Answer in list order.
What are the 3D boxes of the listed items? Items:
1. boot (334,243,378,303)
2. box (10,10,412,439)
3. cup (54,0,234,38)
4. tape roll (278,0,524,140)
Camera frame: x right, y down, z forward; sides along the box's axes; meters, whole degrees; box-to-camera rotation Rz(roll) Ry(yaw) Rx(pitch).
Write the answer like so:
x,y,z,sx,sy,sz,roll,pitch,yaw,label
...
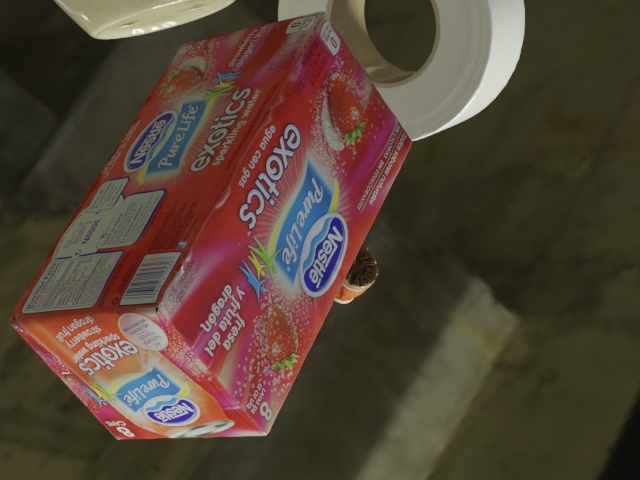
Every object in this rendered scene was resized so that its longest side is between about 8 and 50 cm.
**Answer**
x,y,z,sx,sy,sz,roll,pitch,yaw,label
0.000,0.000,1.996,0.059,0.158,0.084,-27,167,-21,boot
-0.061,-0.010,1.110,0.128,0.122,0.257,-7,-137,38,box
-0.201,-0.357,1.948,0.331,0.236,0.331,-16,179,0,cup
0.092,-0.260,2.097,0.286,0.286,0.100,-31,178,32,tape roll
